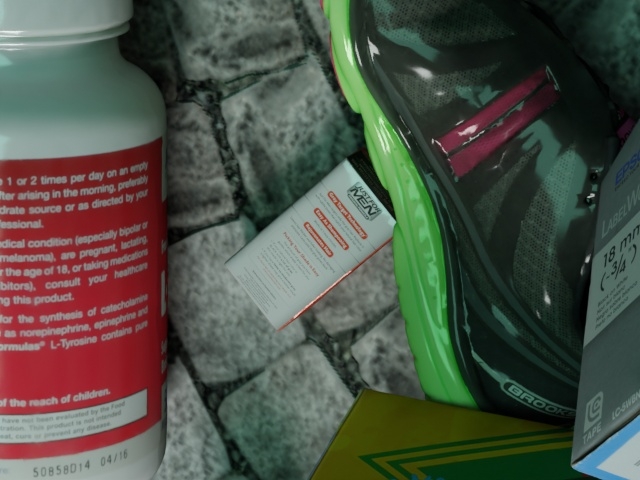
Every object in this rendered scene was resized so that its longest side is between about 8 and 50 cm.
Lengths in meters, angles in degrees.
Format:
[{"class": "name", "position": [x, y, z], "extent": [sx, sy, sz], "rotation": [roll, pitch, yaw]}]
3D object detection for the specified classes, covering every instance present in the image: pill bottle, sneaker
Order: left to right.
[{"class": "pill bottle", "position": [-0.232, -0.013, 1.394], "extent": [0.229, 0.229, 0.407], "rotation": [8, 107, 21]}, {"class": "sneaker", "position": [0.132, -0.089, 1.268], "extent": [0.202, 0.185, 0.483], "rotation": [-10, 109, 18]}]

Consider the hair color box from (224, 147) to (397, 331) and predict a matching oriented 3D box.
[{"class": "hair color box", "position": [0.000, 0.000, 1.403], "extent": [0.141, 0.043, 0.072], "rotation": [-39, 87, 27]}]

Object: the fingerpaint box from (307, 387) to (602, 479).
[{"class": "fingerpaint box", "position": [0.185, 0.350, 1.288], "extent": [0.371, 0.163, 0.445], "rotation": [9, 126, 20]}]

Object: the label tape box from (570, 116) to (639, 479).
[{"class": "label tape box", "position": [0.300, 0.022, 1.131], "extent": [0.240, 0.333, 0.106], "rotation": [22, 142, -11]}]
